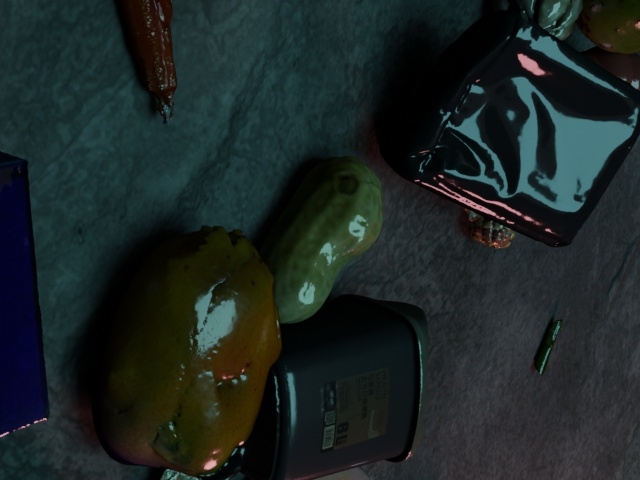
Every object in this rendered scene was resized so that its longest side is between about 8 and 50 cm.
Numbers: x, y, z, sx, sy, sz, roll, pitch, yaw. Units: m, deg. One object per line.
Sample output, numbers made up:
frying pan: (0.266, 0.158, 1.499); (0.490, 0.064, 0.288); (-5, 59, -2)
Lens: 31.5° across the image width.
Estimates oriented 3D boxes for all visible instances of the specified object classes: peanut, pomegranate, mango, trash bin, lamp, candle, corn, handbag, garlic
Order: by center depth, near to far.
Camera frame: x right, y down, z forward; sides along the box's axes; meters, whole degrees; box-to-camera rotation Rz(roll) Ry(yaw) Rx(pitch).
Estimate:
candle: (-0.169, -0.196, 1.175); (0.053, 0.048, 0.162); (-25, 122, -27)
mango: (-0.145, 0.121, 1.241); (0.201, 0.153, 0.287); (16, 92, -54)
peanut: (0.000, 0.000, 1.391); (0.236, 0.120, 0.110); (-61, 179, -22)
trash bin: (0.016, 0.188, 1.439); (0.290, 0.182, 0.209); (-10, 110, -41)
handbag: (0.261, -0.165, 1.532); (0.302, 0.178, 0.275); (23, 102, -28)
garlic: (0.298, -0.311, 1.606); (0.131, 0.127, 0.194); (113, 0, -62)
corn: (0.276, -0.105, 1.707); (0.079, 0.079, 0.237); (3, 101, -50)
pomegranate: (0.491, -0.387, 1.715); (0.248, 0.214, 0.214); (-5, 107, -51)
lamp: (0.440, -0.228, 1.804); (0.182, 0.140, 0.182); (-10, 132, -12)

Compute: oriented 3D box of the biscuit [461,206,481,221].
biscuit: (0.232, -0.142, 1.629); (0.144, 0.016, 0.203); (-30, 111, -22)

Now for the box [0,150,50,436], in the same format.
box: (-0.386, 0.071, 0.976); (0.279, 0.116, 0.261); (-19, 118, -42)

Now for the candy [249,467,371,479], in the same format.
candy: (-0.021, 0.400, 1.534); (0.255, 0.094, 0.255); (-21, 119, -44)

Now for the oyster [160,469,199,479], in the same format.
oyster: (-0.158, 0.336, 1.379); (0.125, 0.064, 0.177); (-19, 116, -40)

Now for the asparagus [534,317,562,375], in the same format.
asparagus: (0.404, 0.187, 2.010); (0.025, 0.021, 0.108); (32, 78, -54)
